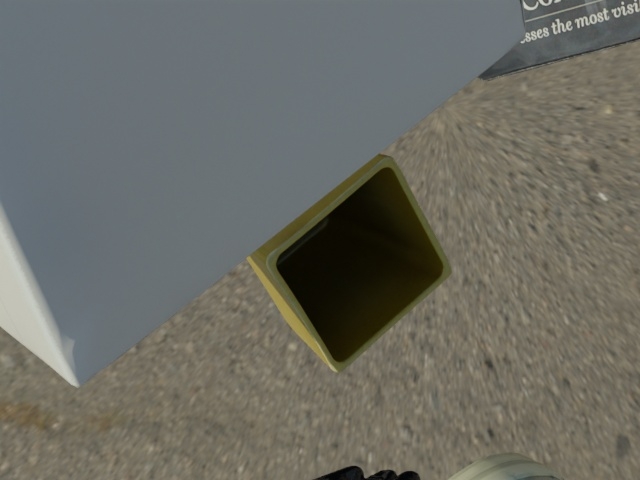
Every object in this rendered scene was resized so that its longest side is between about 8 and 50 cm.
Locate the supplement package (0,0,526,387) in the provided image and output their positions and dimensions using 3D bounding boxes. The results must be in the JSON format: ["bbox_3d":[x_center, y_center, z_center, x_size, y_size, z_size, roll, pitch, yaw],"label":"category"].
[{"bbox_3d":[-0.067,-0.133,0.378,0.204,0.261,0.145,-39,49,-25],"label":"supplement package"}]

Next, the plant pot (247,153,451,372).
[{"bbox_3d":[0.000,0.000,0.687,0.081,0.083,0.081,-40,125,-13],"label":"plant pot"}]

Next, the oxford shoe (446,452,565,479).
[{"bbox_3d":[0.037,0.347,0.924,0.449,0.169,0.130,-53,47,10],"label":"oxford shoe"}]

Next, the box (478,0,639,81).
[{"bbox_3d":[0.197,-0.287,0.710,0.343,0.179,0.312,-11,110,43],"label":"box"}]

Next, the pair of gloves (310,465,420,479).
[{"bbox_3d":[0.009,0.082,0.332,0.074,0.083,0.010,-13,116,-32],"label":"pair of gloves"}]
